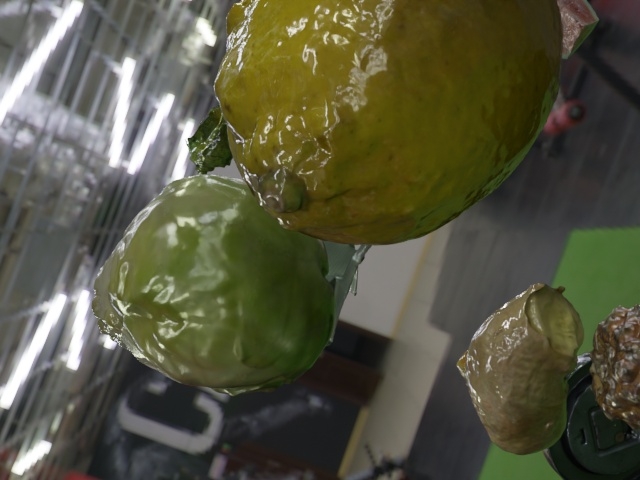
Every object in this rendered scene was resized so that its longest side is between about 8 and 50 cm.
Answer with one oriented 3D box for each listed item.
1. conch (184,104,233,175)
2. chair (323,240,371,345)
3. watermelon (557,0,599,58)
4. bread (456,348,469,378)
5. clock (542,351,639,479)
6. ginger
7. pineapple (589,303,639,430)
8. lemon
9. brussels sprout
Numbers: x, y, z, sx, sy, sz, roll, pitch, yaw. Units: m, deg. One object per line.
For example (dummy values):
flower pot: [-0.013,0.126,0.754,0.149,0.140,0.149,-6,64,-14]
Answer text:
conch: [-0.173,-0.159,1.994,0.074,0.089,0.121,4,-72,-67]
chair: [0.000,0.000,2.157,0.190,0.203,0.275,-47,-18,-39]
watermelon: [0.288,-0.268,1.499,0.092,0.084,0.072,-63,-2,-15]
bread: [0.251,0.170,1.837,0.106,0.072,0.053,-30,-52,-35]
clock: [0.528,0.333,2.304,0.281,0.280,0.055,-70,18,3]
ginger: [0.253,0.172,1.577,0.138,0.152,0.267,-103,13,-46]
pineapple: [0.414,0.147,1.455,0.166,0.193,0.166,179,90,-87]
lemon: [0.054,-0.133,1.039,0.316,0.285,0.285,-52,-1,-8]
brussels sprout: [-0.131,0.051,1.613,0.242,0.316,0.274,-40,-37,-64]
